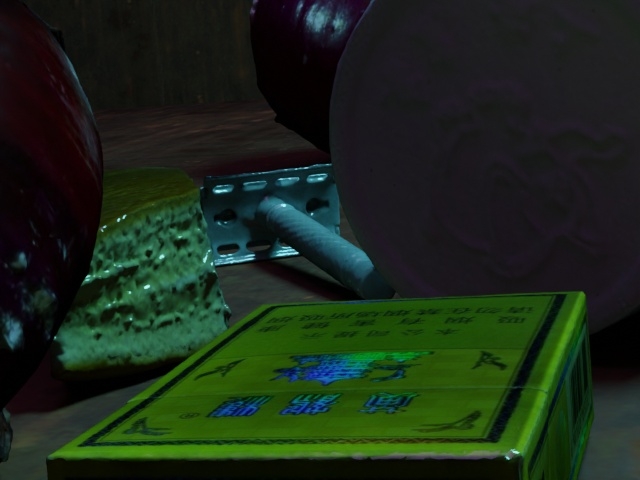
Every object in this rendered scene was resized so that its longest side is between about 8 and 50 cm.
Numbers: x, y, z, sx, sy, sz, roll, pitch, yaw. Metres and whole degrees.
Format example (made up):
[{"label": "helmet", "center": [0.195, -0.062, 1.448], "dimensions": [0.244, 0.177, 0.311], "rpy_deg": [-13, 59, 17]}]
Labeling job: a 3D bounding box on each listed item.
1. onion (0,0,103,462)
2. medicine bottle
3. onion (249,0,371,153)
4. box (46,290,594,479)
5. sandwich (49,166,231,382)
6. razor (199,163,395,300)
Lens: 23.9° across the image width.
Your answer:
[{"label": "onion", "center": [-0.181, 0.013, 0.564], "dimensions": [0.252, 0.219, 0.252], "rpy_deg": [-23, 39, 20]}, {"label": "medicine bottle", "center": [0.177, -0.072, 0.854], "dimensions": [0.212, 0.212, 0.325], "rpy_deg": [1, 9, 34]}, {"label": "onion", "center": [0.097, -0.262, 1.595], "dimensions": [0.347, 0.385, 0.348], "rpy_deg": [5, 22, -2]}, {"label": "box", "center": [0.015, 0.069, 0.520], "dimensions": [0.141, 0.064, 0.220], "rpy_deg": [-2, 7, 14]}, {"label": "sandwich", "center": [-0.105, 0.014, 0.838], "dimensions": [0.096, 0.094, 0.258], "rpy_deg": [-10, 11, -7]}, {"label": "razor", "center": [0.000, 0.000, 1.007], "dimensions": [0.106, 0.068, 0.232], "rpy_deg": [-8, 14, -18]}]
